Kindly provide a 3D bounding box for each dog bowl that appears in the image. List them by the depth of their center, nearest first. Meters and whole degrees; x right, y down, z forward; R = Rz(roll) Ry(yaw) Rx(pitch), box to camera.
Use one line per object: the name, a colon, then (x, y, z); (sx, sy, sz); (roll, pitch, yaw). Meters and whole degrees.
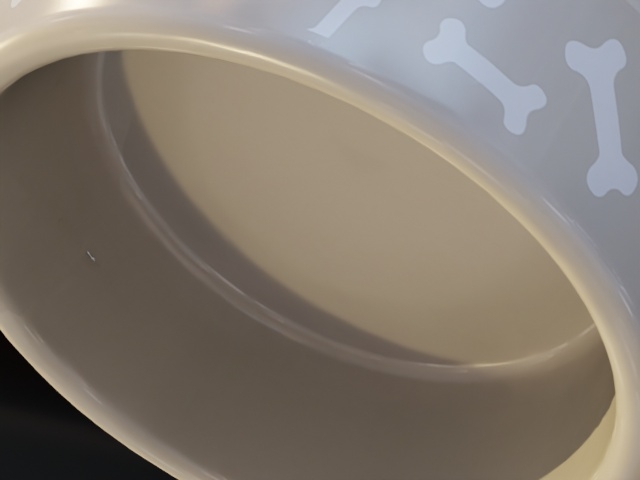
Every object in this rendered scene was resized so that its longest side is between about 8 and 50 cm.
dog bowl: (0.000, 0.000, 0.689); (0.102, 0.349, 0.348); (-60, -1, -36)
